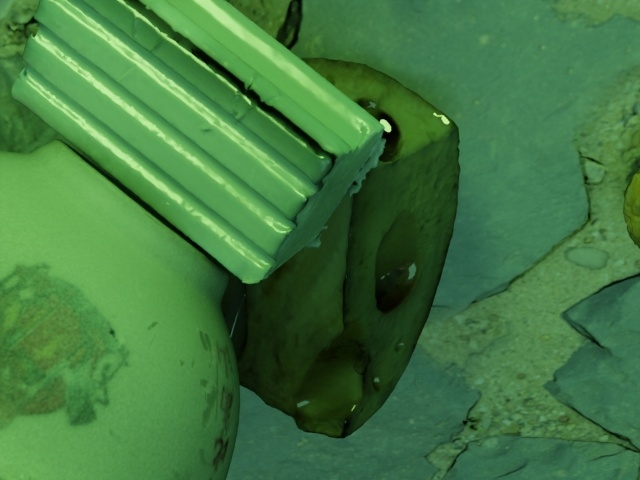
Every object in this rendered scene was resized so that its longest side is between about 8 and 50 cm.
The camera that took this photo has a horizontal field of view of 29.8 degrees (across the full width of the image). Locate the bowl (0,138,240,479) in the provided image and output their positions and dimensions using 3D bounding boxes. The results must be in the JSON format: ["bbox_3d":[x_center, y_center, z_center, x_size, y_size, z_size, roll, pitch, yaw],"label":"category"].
[{"bbox_3d":[-0.201,0.048,0.957,0.435,0.435,0.196,40,86,-31],"label":"bowl"}]

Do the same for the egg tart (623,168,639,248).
[{"bbox_3d":[0.357,-0.046,1.045,0.191,0.074,0.191,0,134,1],"label":"egg tart"}]

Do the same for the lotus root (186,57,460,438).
[{"bbox_3d":[0.005,-0.001,1.036,0.210,0.142,0.314,33,129,21],"label":"lotus root"}]

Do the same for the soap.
[{"bbox_3d":[-0.091,-0.097,0.896,0.261,0.094,0.150,39,130,7],"label":"soap"}]
